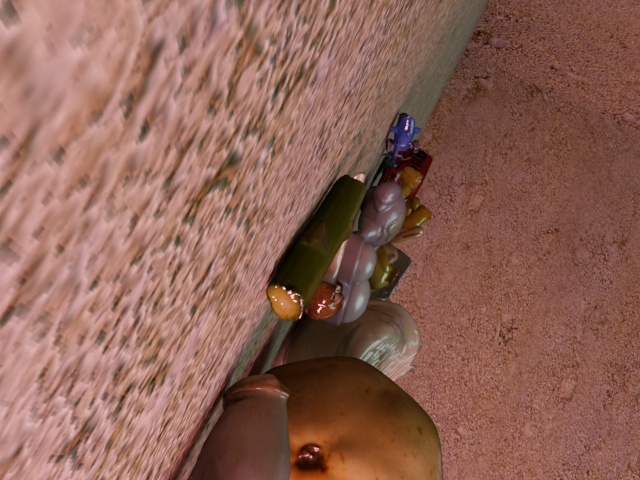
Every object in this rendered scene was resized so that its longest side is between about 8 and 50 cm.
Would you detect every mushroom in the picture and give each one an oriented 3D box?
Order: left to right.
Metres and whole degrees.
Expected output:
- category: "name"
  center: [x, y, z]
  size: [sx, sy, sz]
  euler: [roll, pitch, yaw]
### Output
- category: "mushroom"
  center: [-0.097, 0.282, 0.543]
  size: [0.109, 0.097, 0.351]
  euler: [-11, -131, 48]
- category: "mushroom"
  center: [0.014, 0.005, 0.772]
  size: [0.060, 0.061, 0.187]
  euler: [-119, -137, -80]

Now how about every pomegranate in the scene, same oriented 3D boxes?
- category: "pomegranate"
  center: [0.008, 0.295, 0.836]
  size: [0.319, 0.319, 0.319]
  euler: [-62, 175, -10]

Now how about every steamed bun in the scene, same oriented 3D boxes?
- category: "steamed bun"
  center: [0.028, 0.211, 1.197]
  size: [0.280, 0.207, 0.268]
  euler: [2, 118, -55]

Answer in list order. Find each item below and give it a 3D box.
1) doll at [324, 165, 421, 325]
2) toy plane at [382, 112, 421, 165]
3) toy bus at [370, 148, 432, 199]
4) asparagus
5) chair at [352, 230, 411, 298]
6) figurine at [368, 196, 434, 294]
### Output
- category: "doll"
  center: [0.070, 0.006, 1.052]
  size: [0.365, 0.094, 0.160]
  euler: [-58, 170, -48]
- category: "toy plane"
  center: [0.132, -0.167, 1.068]
  size: [0.167, 0.054, 0.062]
  euler: [100, -8, -72]
- category: "toy bus"
  center: [0.169, -0.136, 1.324]
  size: [0.081, 0.089, 0.195]
  euler: [-66, 174, 29]
- category: "asparagus"
  center: [0.000, 0.000, 0.606]
  size: [0.045, 0.041, 0.178]
  euler: [61, 39, -27]
- category: "chair"
  center: [0.066, 0.160, 1.478]
  size: [0.319, 0.160, 0.186]
  euler: [-61, 169, -15]
- category: "figurine"
  center: [0.118, 0.018, 1.292]
  size: [0.246, 0.131, 0.156]
  euler: [-47, -145, -5]
